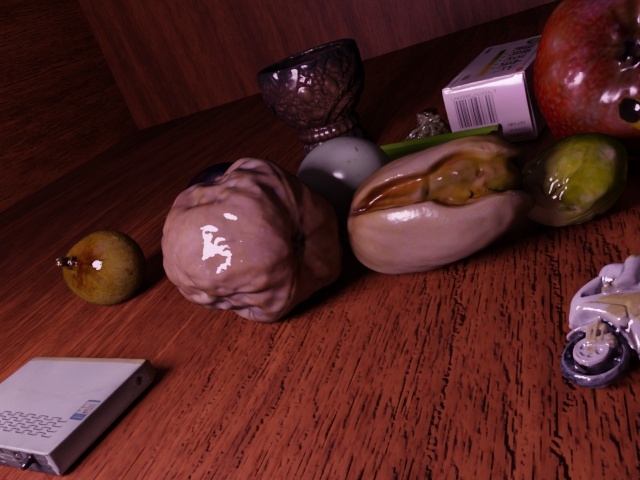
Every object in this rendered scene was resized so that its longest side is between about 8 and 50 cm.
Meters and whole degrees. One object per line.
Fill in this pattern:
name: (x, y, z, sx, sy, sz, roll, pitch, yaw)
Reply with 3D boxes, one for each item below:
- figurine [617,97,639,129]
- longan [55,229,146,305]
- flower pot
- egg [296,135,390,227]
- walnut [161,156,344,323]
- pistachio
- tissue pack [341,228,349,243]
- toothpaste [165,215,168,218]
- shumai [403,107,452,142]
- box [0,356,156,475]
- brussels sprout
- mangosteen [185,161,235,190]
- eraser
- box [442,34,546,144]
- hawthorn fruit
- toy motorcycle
figurine: (0.506, -0.108, 0.721, 0.218, 0.169, 0.327, -14, 23, 6)
longan: (-0.417, 0.051, 1.201, 0.155, 0.176, 0.145, -50, 59, 18)
flower pot: (0.003, -0.338, 1.597, 0.266, 0.267, 0.267, -17, 23, 7)
egg: (0.039, -0.097, 1.057, 0.149, 0.149, 0.192, -36, 11, -33)
walnut: (-0.102, 0.000, 0.944, 0.273, 0.227, 0.273, -23, 18, 8)
pistachio: (0.159, -0.040, 0.888, 0.287, 0.166, 0.197, -12, -18, 36)
tissue pack: (0.000, 0.000, 1.109, 0.083, 0.035, 0.063, -28, 23, -15)
toothpaste: (-0.256, -0.092, 1.557, 0.268, 0.047, 0.069, -16, 34, 21)
shumai: (0.236, -0.246, 1.409, 0.123, 0.087, 0.099, -25, 23, -7)
box: (-0.386, 0.237, 0.885, 0.270, 0.045, 0.211, -7, 26, 32)
brussels sprout: (0.352, -0.083, 0.875, 0.155, 0.117, 0.155, -45, 14, 14)
mangosteen: (-0.183, -0.044, 1.212, 0.230, 0.194, 0.194, -37, 5, 44)
eraser: (0.190, -0.128, 1.170, 0.274, 0.092, 0.210, -6, 26, 37)
box: (0.409, -0.326, 1.365, 0.173, 0.145, 0.333, -2, 28, 35)
hawthorn fruit: (0.485, -0.256, 1.013, 0.284, 0.285, 0.369, -19, -18, 6)
toy motorcycle: (0.331, 0.061, 0.612, 0.228, 0.074, 0.151, -26, 25, 12)
